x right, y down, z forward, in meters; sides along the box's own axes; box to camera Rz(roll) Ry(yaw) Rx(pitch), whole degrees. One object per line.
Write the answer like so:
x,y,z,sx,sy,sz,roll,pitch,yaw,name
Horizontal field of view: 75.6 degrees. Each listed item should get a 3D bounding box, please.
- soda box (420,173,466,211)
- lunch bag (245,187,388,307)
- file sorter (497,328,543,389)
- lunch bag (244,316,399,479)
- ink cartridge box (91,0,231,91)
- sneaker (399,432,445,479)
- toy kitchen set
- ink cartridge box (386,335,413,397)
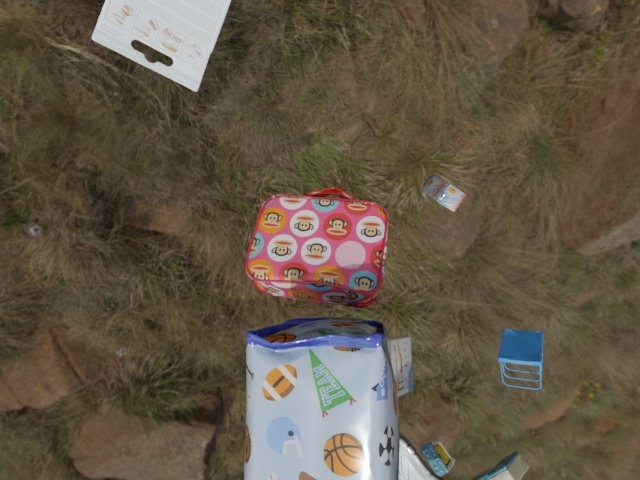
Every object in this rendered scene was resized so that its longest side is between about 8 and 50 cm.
0.345,-0.138,1.172,0.063,0.183,0.058,30,104,-9,soda box
0.000,0.000,0.899,0.293,0.258,0.120,7,155,8,lunch bag
0.641,0.374,1.311,0.118,0.170,0.104,-2,111,30,file sorter
0.014,0.298,0.697,0.239,0.385,0.327,0,84,12,lunch bag
-0.278,-0.416,0.746,0.189,0.066,0.232,20,91,-31,ink cartridge box
0.188,0.535,0.937,0.129,0.297,0.111,-44,146,-6,sneaker
0.374,0.560,1.048,0.207,0.166,0.122,-47,149,23,toy kitchen set
0.164,0.380,1.252,0.233,0.168,0.171,17,70,-59,ink cartridge box
